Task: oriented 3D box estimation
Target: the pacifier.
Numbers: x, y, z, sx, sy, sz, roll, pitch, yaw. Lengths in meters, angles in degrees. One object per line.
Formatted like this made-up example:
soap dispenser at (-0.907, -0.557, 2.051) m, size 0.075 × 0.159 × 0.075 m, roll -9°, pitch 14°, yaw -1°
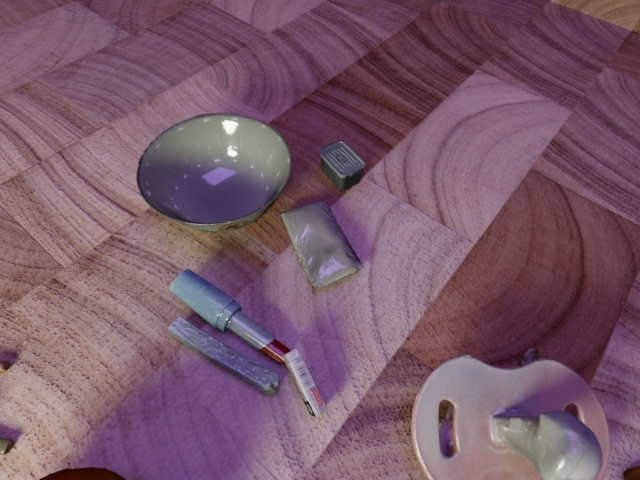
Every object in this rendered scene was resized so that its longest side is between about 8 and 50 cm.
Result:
pacifier at (0.317, 0.309, 0.665) m, size 0.332 × 0.273 × 0.220 m, roll 3°, pitch 39°, yaw -2°

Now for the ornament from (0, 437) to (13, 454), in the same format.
ornament at (-0.647, 0.346, 0.671) m, size 0.245 × 0.061 × 0.230 m, roll 13°, pitch 54°, yaw 2°

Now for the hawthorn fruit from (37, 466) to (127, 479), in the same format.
hawthorn fruit at (-0.342, 0.422, 0.474) m, size 0.287 × 0.330 × 0.287 m, roll 6°, pitch 66°, yaw -13°

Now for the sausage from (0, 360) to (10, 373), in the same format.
sausage at (-0.640, 0.238, 0.768) m, size 0.116 × 0.026 × 0.026 m, roll -3°, pitch 56°, yaw -6°

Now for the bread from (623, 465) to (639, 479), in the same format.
bread at (0.591, 0.437, 0.692) m, size 0.126 × 0.044 × 0.129 m, roll -15°, pitch 54°, yaw -15°

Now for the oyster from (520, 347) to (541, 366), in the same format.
oyster at (0.426, 0.255, 0.795) m, size 0.038 × 0.081 × 0.083 m, roll 15°, pitch 88°, yaw -20°

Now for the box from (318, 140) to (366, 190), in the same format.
box at (0.054, -0.192, 1.078) m, size 0.084 × 0.069 × 0.122 m, roll -28°, pitch 61°, yaw -19°

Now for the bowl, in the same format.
bowl at (-0.231, -0.127, 0.964) m, size 0.337 × 0.157 × 0.337 m, roll 1°, pitch 55°, yaw -1°

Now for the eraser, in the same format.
eraser at (-0.030, 0.258, 0.753) m, size 0.029 × 0.052 × 0.122 m, roll -24°, pitch 78°, yaw -21°

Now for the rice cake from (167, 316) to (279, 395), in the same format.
rice cake at (-0.184, 0.221, 0.793) m, size 0.245 × 0.045 × 0.042 m, roll 25°, pitch 55°, yaw 14°

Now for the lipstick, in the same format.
lipstick at (-0.176, 0.156, 0.826) m, size 0.274 × 0.068 × 0.061 m, roll 33°, pitch 32°, yaw 10°

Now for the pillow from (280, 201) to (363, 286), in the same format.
pillow at (0.000, 0.000, 0.954) m, size 0.128 × 0.051 × 0.229 m, roll -15°, pitch 56°, yaw -16°
